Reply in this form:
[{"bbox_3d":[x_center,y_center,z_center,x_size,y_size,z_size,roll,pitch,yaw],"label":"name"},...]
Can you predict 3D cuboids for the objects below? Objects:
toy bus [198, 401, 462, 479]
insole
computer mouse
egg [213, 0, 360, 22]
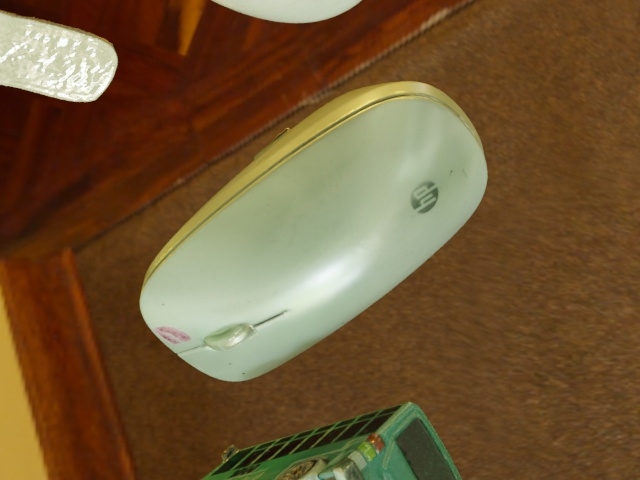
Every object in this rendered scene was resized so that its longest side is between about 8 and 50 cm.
[{"bbox_3d":[-0.010,0.234,0.987,0.256,0.147,0.128,-24,97,44],"label":"toy bus"},{"bbox_3d":[-0.198,-0.112,0.633,0.063,0.192,0.010,-50,47,29],"label":"insole"},{"bbox_3d":[0.003,0.003,0.878,0.288,0.159,0.097,-42,39,2],"label":"computer mouse"},{"bbox_3d":[-0.035,-0.208,0.654,0.151,0.209,0.151,-21,49,27],"label":"egg"}]
